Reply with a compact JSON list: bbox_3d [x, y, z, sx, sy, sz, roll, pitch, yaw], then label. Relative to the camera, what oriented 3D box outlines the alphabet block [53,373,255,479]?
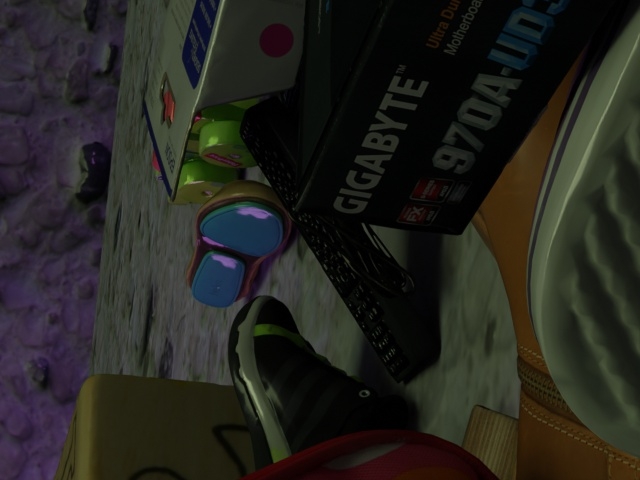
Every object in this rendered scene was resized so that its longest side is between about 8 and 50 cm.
[{"bbox_3d":[-0.088,0.228,1.040,0.193,0.192,0.197,118,154,-49],"label":"alphabet block"}]

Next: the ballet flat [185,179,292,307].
[{"bbox_3d":[-0.074,-0.014,1.331,0.232,0.080,0.073,128,161,-61],"label":"ballet flat"}]

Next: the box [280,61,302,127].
[{"bbox_3d":[0.030,-0.162,0.959,0.158,0.093,0.156,-102,23,-54],"label":"box"}]

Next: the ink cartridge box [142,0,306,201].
[{"bbox_3d":[-0.032,-0.218,0.911,0.176,0.069,0.371,-116,42,-63],"label":"ink cartridge box"}]

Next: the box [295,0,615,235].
[{"bbox_3d":[0.041,-0.137,0.381,0.175,0.051,0.220,117,159,-57],"label":"box"}]

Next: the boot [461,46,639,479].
[{"bbox_3d":[0.120,0.006,0.509,0.220,0.109,0.283,179,102,-72],"label":"boot"}]

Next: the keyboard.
[{"bbox_3d":[0.000,0.000,0.911,0.192,0.038,0.100,56,156,10],"label":"keyboard"}]

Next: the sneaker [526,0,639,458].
[{"bbox_3d":[0.128,-0.097,0.373,0.282,0.102,0.161,-61,0,19],"label":"sneaker"}]

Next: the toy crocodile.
[{"bbox_3d":[-0.115,-0.116,1.469,0.340,0.105,0.115,136,139,-69],"label":"toy crocodile"}]

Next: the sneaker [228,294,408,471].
[{"bbox_3d":[0.010,0.117,0.940,0.084,0.097,0.234,57,-169,-42],"label":"sneaker"}]

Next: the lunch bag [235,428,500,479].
[{"bbox_3d":[-0.004,0.221,0.435,0.293,0.258,0.120,58,150,21],"label":"lunch bag"}]
